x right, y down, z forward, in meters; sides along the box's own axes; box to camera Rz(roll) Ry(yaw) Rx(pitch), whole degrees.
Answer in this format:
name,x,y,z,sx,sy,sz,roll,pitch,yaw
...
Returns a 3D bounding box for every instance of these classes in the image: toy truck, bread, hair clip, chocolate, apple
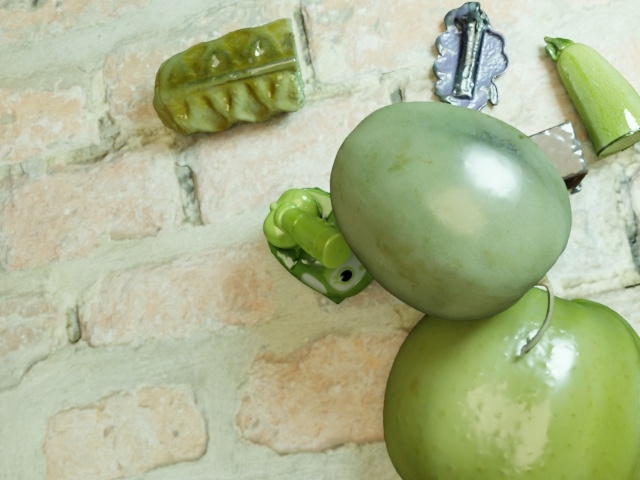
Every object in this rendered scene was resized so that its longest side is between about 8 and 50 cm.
name,x,y,z,sx,sy,sz,roll,pitch,yaw
toy truck,-0.008,-0.006,0.871,0.187,0.210,0.148,37,92,28
bread,-0.157,-0.267,0.961,0.267,0.130,0.152,-13,85,9
hair clip,0.248,-0.299,0.934,0.124,0.052,0.196,5,89,16
chocolate,0.251,-0.088,0.874,0.320,0.112,0.112,-19,82,7
apple,0.283,0.228,0.815,0.320,0.311,0.361,26,80,-28

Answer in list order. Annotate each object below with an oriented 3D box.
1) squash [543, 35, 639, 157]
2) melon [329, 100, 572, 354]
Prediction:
name,x,y,z,sx,sy,sz,roll,pitch,yaw
squash,0.417,-0.237,0.885,0.094,0.094,0.224,-28,72,5
melon,0.157,-0.038,0.706,0.307,0.272,0.272,17,86,4
